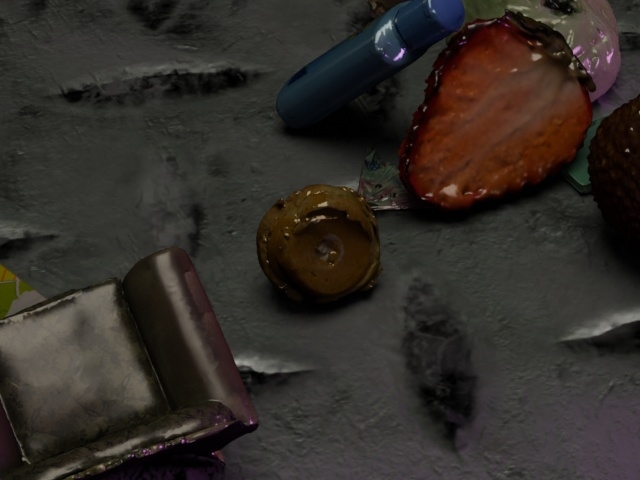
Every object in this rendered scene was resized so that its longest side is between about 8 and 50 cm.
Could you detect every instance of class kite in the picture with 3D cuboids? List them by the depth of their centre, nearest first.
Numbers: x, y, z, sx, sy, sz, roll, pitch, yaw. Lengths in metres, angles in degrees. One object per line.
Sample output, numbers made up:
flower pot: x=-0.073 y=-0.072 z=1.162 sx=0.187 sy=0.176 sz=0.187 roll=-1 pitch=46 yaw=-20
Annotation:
kite: x=0.095 y=-0.067 z=1.932 sx=0.156 sy=0.011 sz=0.139 roll=-32 pitch=51 yaw=-29

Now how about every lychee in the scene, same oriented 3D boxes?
lychee: x=0.358 y=-0.068 z=1.785 sx=0.194 sy=0.194 sz=0.194 roll=-2 pitch=40 yaw=2

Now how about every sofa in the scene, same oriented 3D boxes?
sofa: x=-0.205 y=0.123 z=1.539 sx=0.258 sy=0.182 sz=0.200 roll=-18 pitch=71 yaw=-16

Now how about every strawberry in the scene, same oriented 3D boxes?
strawberry: x=0.168 y=-0.131 z=1.909 sx=0.236 sy=0.190 sz=0.111 roll=-42 pitch=16 yaw=-9

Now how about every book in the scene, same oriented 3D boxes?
book: x=0.316 y=-0.098 z=1.944 sx=0.135 sy=0.017 sz=0.103 roll=-20 pitch=41 yaw=-18

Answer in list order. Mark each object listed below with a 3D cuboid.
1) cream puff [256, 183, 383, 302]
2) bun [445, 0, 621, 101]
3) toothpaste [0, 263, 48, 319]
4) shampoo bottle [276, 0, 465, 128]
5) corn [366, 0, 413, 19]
cream puff: x=0.000 y=0.000 z=1.779 sx=0.133 sy=0.119 sz=0.104 roll=6 pitch=12 yaw=-32
bun: x=0.243 y=-0.242 z=2.051 sx=0.221 sy=0.108 sz=0.221 roll=-3 pitch=39 yaw=2
toothpaste: x=-0.377 y=0.056 z=1.761 sx=0.110 sy=0.077 sz=0.327 roll=-33 pitch=48 yaw=-30
shampoo bottle: x=0.057 y=-0.200 z=1.931 sx=0.258 sy=0.061 sz=0.104 roll=-28 pitch=13 yaw=49
corn: x=0.140 y=-0.379 z=2.226 sx=0.126 sy=0.127 sz=0.335 roll=10 pitch=46 yaw=16
